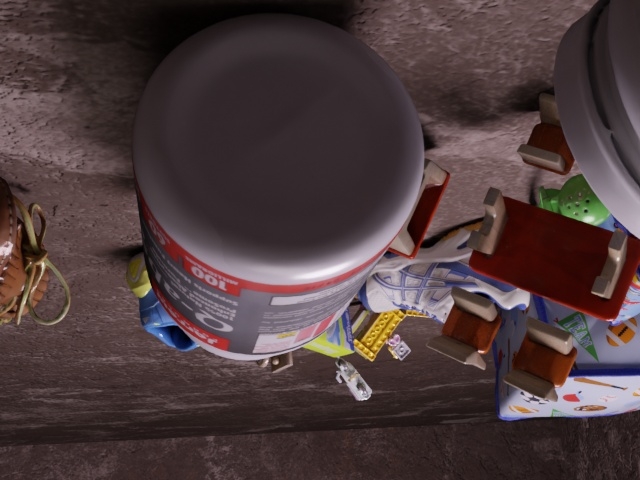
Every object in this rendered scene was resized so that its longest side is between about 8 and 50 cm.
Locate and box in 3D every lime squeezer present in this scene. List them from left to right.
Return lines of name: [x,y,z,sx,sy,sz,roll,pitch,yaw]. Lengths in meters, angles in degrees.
lime squeezer: [0.284,-0.050,0.945,0.110,0.059,0.310,-36,-175,-23]

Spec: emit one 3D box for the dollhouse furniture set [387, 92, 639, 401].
dollhouse furniture set: [0.179,-0.003,0.857,0.259,0.262,0.135,22,175,25]

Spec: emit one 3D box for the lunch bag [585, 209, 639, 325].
lunch bag: [0.494,-0.025,1.093,0.293,0.138,0.221,-20,159,2]

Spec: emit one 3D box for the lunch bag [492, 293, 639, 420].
lunch bag: [0.503,0.160,1.423,0.386,0.239,0.328,1,159,0]

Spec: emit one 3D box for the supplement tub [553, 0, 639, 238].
supplement tub: [0.325,-0.133,0.505,0.235,0.235,0.325,5,158,-31]

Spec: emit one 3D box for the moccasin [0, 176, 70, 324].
moccasin: [-0.337,0.024,0.886,0.147,0.139,0.380,1,160,-23]

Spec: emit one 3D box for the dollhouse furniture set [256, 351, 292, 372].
dollhouse furniture set: [-0.146,0.145,1.322,0.151,0.123,0.144,5,158,-30]

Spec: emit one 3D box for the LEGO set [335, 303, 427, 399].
LEGO set: [0.135,0.138,1.441,0.287,0.132,0.107,-30,-171,-16]

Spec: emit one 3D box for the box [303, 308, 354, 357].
box: [0.001,0.111,1.295,0.042,0.109,0.178,-16,159,21]

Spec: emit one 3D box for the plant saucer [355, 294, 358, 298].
plant saucer: [0.081,0.078,1.371,0.083,0.015,0.083,-6,161,-2]

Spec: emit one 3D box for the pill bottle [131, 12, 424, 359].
pill bottle: [-0.052,-0.014,0.761,0.210,0.210,0.363,-3,160,-10]

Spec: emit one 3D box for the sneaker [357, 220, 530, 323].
sneaker: [0.161,0.073,1.210,0.112,0.131,0.296,7,158,-38]

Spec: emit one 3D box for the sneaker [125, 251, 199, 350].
sneaker: [-0.159,0.093,1.163,0.091,0.126,0.240,-22,155,39]
